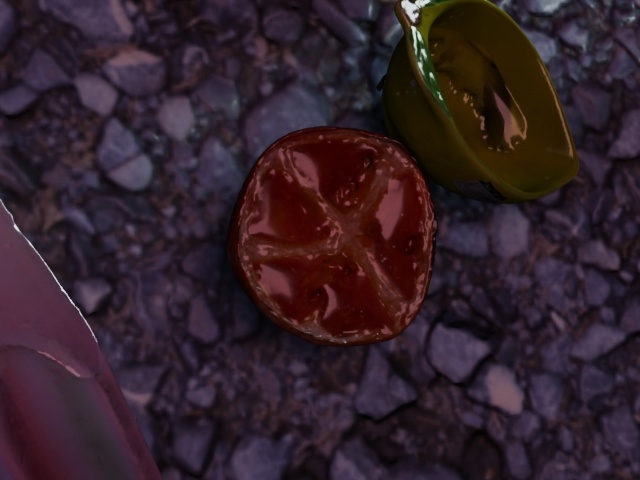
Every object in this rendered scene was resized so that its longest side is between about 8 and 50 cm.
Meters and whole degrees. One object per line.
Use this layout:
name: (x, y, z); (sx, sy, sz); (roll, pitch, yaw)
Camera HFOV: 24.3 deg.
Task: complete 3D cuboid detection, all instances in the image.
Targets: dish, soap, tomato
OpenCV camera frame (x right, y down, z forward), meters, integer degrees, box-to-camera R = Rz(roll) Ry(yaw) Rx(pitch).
dish: (0.096, -0.094, 1.051); (0.208, 0.080, 0.149); (38, 47, -32)
soap: (-0.200, 0.084, 0.834); (0.109, 0.193, 0.324); (-39, 122, -29)
tomato: (0.000, 0.000, 1.013); (0.156, 0.069, 0.155); (4, 81, -25)
